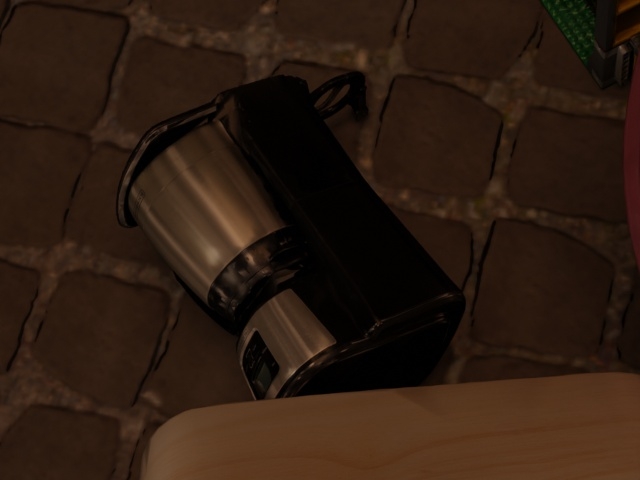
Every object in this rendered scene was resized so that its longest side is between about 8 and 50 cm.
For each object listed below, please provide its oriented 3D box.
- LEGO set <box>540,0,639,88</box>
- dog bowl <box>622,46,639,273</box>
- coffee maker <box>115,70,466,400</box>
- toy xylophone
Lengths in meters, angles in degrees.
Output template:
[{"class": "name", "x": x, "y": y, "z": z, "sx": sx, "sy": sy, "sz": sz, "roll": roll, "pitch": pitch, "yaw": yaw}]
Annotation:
[{"class": "LEGO set", "x": 0.258, "y": -0.155, "z": 1.056, "sx": 0.255, "sy": 0.192, "sz": 0.331, "roll": -20, "pitch": 66, "yaw": -3}, {"class": "dog bowl", "x": 0.325, "y": -0.040, "z": 0.904, "sx": 0.408, "sy": 0.150, "sz": 0.408, "roll": 0, "pitch": 89, "yaw": -22}, {"class": "coffee maker", "x": 0.000, "y": 0.000, "z": 1.055, "sx": 0.171, "sy": 0.120, "sz": 0.178, "roll": -33, "pitch": 67, "yaw": -10}, {"class": "toy xylophone", "x": 0.046, "y": 0.154, "z": 0.875, "sx": 0.323, "sy": 0.081, "sz": 0.236, "roll": 0, "pitch": 36, "yaw": 8}]
